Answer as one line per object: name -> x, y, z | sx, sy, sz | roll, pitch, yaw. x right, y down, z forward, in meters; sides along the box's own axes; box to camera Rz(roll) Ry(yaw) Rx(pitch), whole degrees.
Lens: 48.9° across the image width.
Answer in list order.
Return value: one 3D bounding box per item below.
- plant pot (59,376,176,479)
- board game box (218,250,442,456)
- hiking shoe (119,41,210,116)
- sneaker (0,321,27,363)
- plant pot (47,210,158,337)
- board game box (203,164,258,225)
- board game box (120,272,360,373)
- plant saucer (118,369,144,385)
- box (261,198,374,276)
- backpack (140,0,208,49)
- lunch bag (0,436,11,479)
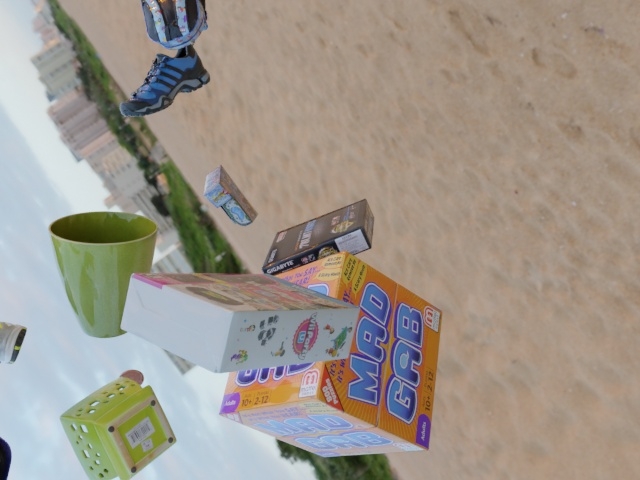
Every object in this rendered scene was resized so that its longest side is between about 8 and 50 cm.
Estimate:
plant pot -> -0.557, 0.537, 1.987 | 0.207, 0.228, 0.227 | -8, 107, 44
board game box -> 0.033, 0.295, 1.711 | 0.356, 0.356, 0.356 | 32, 145, -32
hiking shoe -> -0.442, -0.438, 1.922 | 0.113, 0.304, 0.132 | 4, 126, 39
sneaker -> -0.976, 0.283, 2.045 | 0.147, 0.145, 0.385 | 26, 152, -30
plant pot -> -0.576, 0.100, 1.881 | 0.275, 0.275, 0.293 | -137, 48, -61
board game box -> -0.274, -0.122, 2.071 | 0.194, 0.060, 0.194 | 53, -171, -8
board game box -> -0.118, 0.121, 1.112 | 0.224, 0.097, 0.303 | 16, -174, 36
plant saucer -> -0.622, 0.455, 2.310 | 0.083, 0.084, 0.013 | 59, -177, -39
box -> 0.000, 0.000, 1.944 | 0.295, 0.294, 0.073 | -73, -39, -70
backpack -> -0.357, -0.552, 1.755 | 0.117, 0.158, 0.173 | 56, -161, -67
lunch bag -> -0.900, 0.638, 1.688 | 0.239, 0.327, 0.385 | 15, 177, -18
